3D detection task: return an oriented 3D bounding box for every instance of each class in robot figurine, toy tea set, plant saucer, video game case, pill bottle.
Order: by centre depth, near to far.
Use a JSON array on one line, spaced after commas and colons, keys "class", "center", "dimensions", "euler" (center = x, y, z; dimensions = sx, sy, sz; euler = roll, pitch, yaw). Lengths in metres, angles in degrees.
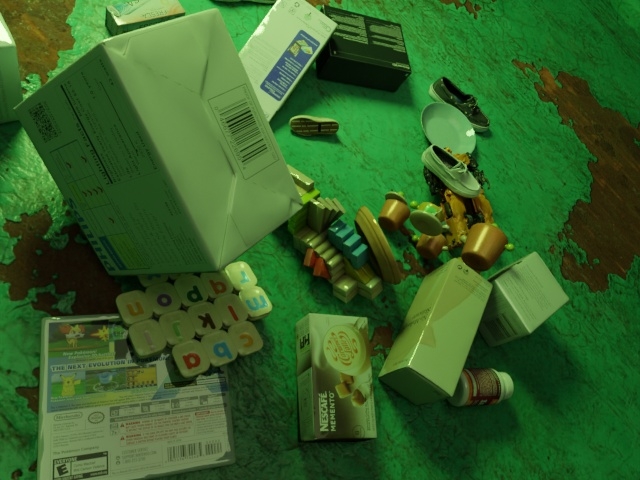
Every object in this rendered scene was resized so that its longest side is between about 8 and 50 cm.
[{"class": "video game case", "center": [-0.332, 0.280, 0.963], "dimensions": [0.329, 0.036, 0.300], "euler": [0, 67, -24]}, {"class": "plant saucer", "center": [0.127, 0.016, 1.218], "dimensions": [0.037, 0.200, 0.200], "euler": [-26, 78, -2]}, {"class": "pill bottle", "center": [0.373, 0.344, 1.231], "dimensions": [0.152, 0.086, 0.086], "euler": [5, 65, -22]}, {"class": "toy tea set", "center": [0.311, -0.031, 1.312], "dimensions": [0.336, 0.200, 0.124], "euler": [36, 66, 0]}, {"class": "robot figurine", "center": [0.378, -0.121, 1.449], "dimensions": [0.211, 0.085, 0.291], "euler": [-3, 69, -27]}, {"class": "plant saucer", "center": [0.375, -0.324, 1.569], "dimensions": [0.195, 0.037, 0.195], "euler": [10, 64, -21]}]

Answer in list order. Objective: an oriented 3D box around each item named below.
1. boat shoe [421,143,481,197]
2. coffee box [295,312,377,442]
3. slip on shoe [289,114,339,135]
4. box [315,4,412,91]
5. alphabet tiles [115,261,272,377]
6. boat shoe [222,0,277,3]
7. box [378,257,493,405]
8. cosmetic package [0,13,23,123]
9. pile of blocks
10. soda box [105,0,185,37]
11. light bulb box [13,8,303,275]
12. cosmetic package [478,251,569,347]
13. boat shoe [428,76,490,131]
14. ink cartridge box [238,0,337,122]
[{"class": "boat shoe", "center": [0.353, -0.186, 1.380], "dimensions": [0.184, 0.063, 0.066], "euler": [44, 65, 6]}, {"class": "coffee box", "center": [0.027, 0.286, 1.088], "dimensions": [0.141, 0.098, 0.247], "euler": [8, 64, -21]}, {"class": "slip on shoe", "center": [-0.019, -0.306, 1.377], "dimensions": [0.135, 0.051, 0.041], "euler": [-4, 29, -18]}, {"class": "box", "center": [0.116, -0.550, 1.514], "dimensions": [0.261, 0.103, 0.184], "euler": [3, 64, -24]}, {"class": "alphabet tiles", "center": [-0.245, 0.129, 1.040], "dimensions": [0.284, 0.021, 0.278], "euler": [-15, 57, -34]}, {"class": "boat shoe", "center": [-0.176, -0.742, 1.468], "dimensions": [0.319, 0.099, 0.116], "euler": [-20, 77, -31]}, {"class": "box", "center": [0.269, 0.209, 1.211], "dimensions": [0.121, 0.148, 0.311], "euler": [36, 56, -5]}, {"class": "cosmetic package", "center": [-0.784, -0.286, 0.899], "dimensions": [0.453, 0.230, 0.161], "euler": [-23, 78, -32]}, {"class": "pile of blocks", "center": [0.000, 0.000, 1.179], "dimensions": [0.362, 0.149, 0.112], "euler": [49, 57, 2]}, {"class": "soda box", "center": [-0.428, -0.547, 1.286], "dimensions": [0.183, 0.058, 0.063], "euler": [-29, 82, -33]}, {"class": "light bulb box", "center": [-0.282, -0.143, 0.909], "dimensions": [0.225, 0.361, 0.358], "euler": [-39, 114, -41]}, {"class": "cosmetic package", "center": [0.491, 0.151, 1.336], "dimensions": [0.183, 0.151, 0.151], "euler": [-26, 80, -33]}, {"class": "boat shoe", "center": [0.445, -0.427, 1.625], "dimensions": [0.228, 0.076, 0.080], "euler": [38, 57, -4]}, {"class": "ink cartridge box", "center": [-0.113, -0.466, 1.350], "dimensions": [0.165, 0.065, 0.333], "euler": [35, 80, -6]}]
